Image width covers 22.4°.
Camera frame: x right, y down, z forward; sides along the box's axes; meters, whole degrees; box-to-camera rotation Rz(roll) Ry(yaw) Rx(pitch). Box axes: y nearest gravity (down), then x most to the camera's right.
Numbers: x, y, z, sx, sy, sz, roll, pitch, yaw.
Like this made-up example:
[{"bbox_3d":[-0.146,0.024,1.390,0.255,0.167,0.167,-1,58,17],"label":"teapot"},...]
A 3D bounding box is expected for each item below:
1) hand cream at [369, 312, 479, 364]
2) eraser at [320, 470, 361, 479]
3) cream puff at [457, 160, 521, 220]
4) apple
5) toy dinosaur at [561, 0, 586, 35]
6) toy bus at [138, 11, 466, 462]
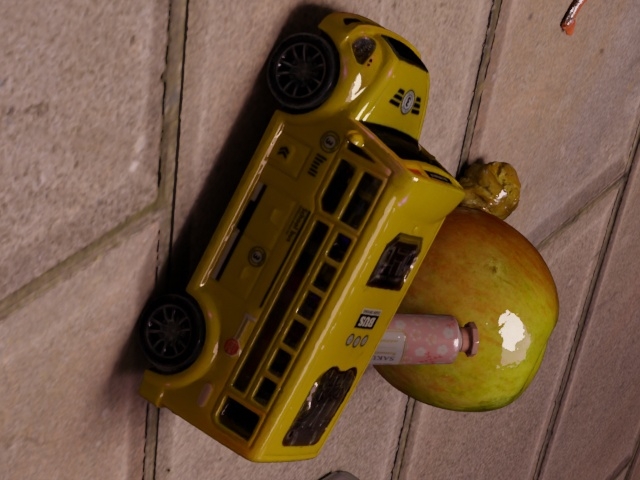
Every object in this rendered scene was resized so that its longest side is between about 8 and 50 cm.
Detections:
[{"bbox_3d":[0.035,0.085,1.405,0.209,0.043,0.067,0,130,-14],"label":"hand cream"},{"bbox_3d":[-0.026,0.312,1.609,0.352,0.089,0.061,-22,139,-51],"label":"eraser"},{"bbox_3d":[0.166,-0.043,1.603,0.083,0.058,0.083,-50,155,-14],"label":"cream puff"},{"bbox_3d":[0.135,0.071,1.536,0.196,0.196,0.196,-43,151,-31],"label":"apple"},{"bbox_3d":[0.348,-0.287,1.681,0.279,0.055,0.101,-48,138,-21],"label":"toy dinosaur"},{"bbox_3d":[0.000,0.000,1.234,0.145,0.151,0.331,11,109,-61],"label":"toy bus"}]
